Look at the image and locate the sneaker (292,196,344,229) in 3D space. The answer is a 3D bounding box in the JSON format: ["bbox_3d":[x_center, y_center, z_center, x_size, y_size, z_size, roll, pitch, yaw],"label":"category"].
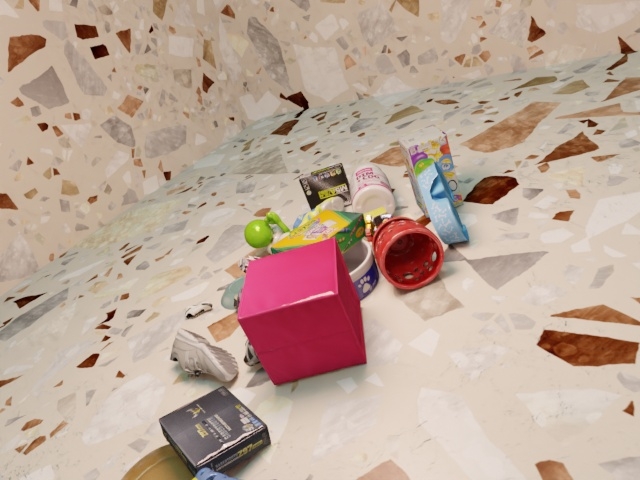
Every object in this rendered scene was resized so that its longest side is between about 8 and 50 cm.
[{"bbox_3d":[-0.020,-0.106,2.057,0.240,0.091,0.126,-37,30,-25],"label":"sneaker"}]

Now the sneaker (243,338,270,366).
[{"bbox_3d":[-0.180,0.285,1.485,0.083,0.084,0.215,-42,14,16],"label":"sneaker"}]

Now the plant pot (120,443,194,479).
[{"bbox_3d":[-0.366,0.569,1.153,0.237,0.032,0.236,-18,27,9],"label":"plant pot"}]

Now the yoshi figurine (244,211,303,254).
[{"bbox_3d":[-0.160,0.003,1.860,0.203,0.203,0.362,-42,30,-22],"label":"yoshi figurine"}]

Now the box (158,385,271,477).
[{"bbox_3d":[-0.256,0.453,1.208,0.184,0.059,0.233,-22,22,-31],"label":"box"}]

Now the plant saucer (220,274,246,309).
[{"bbox_3d":[-0.272,0.169,1.804,0.195,0.037,0.195,-17,28,10],"label":"plant saucer"}]

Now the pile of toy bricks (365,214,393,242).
[{"bbox_3d":[0.218,-0.004,1.659,0.118,0.212,0.105,-4,71,21],"label":"pile of toy bricks"}]

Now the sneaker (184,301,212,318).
[{"bbox_3d":[-0.428,0.247,1.784,0.109,0.040,0.043,-18,44,15],"label":"sneaker"}]

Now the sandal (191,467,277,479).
[{"bbox_3d":[-0.122,0.521,0.981,0.318,0.126,0.138,13,39,36],"label":"sandal"}]

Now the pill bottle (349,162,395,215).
[{"bbox_3d":[0.195,-0.190,1.974,0.161,0.160,0.283,-18,27,9],"label":"pill bottle"}]

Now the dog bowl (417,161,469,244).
[{"bbox_3d":[0.392,-0.116,1.641,0.074,0.166,0.297,-26,53,21],"label":"dog bowl"}]

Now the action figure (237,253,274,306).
[{"bbox_3d":[-0.173,0.122,1.538,0.285,0.185,0.099,-56,9,44],"label":"action figure"}]

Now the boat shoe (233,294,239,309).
[{"bbox_3d":[-0.242,0.225,1.680,0.049,0.042,0.133,-6,24,-45],"label":"boat shoe"}]

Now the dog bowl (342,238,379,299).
[{"bbox_3d":[0.048,0.102,1.615,0.265,0.104,0.265,-17,27,9],"label":"dog bowl"}]

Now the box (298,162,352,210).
[{"bbox_3d":[0.029,-0.210,2.108,0.191,0.184,0.045,-16,26,10],"label":"box"}]

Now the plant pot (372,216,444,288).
[{"bbox_3d":[0.250,0.025,1.517,0.191,0.191,0.174,-22,25,0],"label":"plant pot"}]

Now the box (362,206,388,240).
[{"bbox_3d":[0.136,-0.037,1.825,0.232,0.087,0.058,-22,27,2],"label":"box"}]

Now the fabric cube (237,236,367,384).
[{"bbox_3d":[-0.040,0.186,1.355,0.258,0.259,0.254,-16,31,9],"label":"fabric cube"}]

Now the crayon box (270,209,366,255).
[{"bbox_3d":[0.000,0.000,1.605,0.165,0.081,0.278,8,33,41],"label":"crayon box"}]

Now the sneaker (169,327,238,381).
[{"bbox_3d":[-0.344,0.358,1.485,0.281,0.105,0.115,18,81,46],"label":"sneaker"}]

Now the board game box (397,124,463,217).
[{"bbox_3d":[0.393,-0.247,1.806,0.142,0.275,0.144,-20,27,3],"label":"board game box"}]
